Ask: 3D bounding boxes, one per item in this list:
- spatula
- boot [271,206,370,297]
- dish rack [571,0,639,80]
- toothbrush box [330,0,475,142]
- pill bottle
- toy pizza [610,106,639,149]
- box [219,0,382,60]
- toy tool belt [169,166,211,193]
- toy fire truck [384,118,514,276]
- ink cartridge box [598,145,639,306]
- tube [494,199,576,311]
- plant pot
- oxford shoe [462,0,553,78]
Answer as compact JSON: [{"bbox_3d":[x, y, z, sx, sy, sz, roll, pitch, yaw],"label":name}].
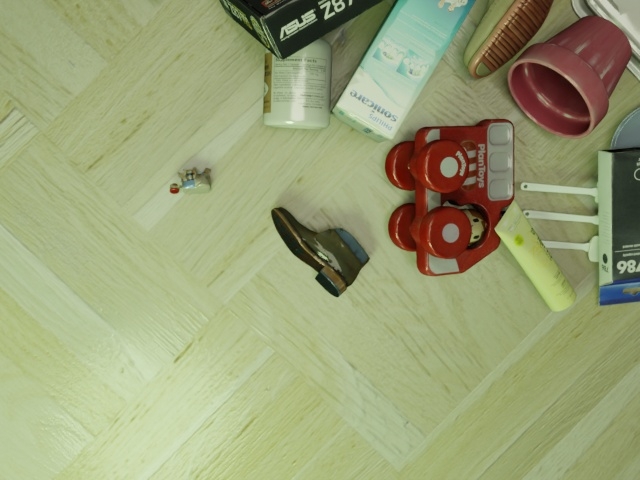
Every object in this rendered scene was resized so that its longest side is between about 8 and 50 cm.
[{"bbox_3d":[0.521,-0.042,1.680,0.242,0.019,0.168,3,107,-4],"label":"spatula"},{"bbox_3d":[0.000,0.000,1.652,0.106,0.082,0.219,-40,92,-21],"label":"boot"},{"bbox_3d":[0.704,-0.473,1.639,0.333,0.072,0.285,44,92,-5],"label":"dish rack"},{"bbox_3d":[0.147,-0.340,1.546,0.126,0.216,0.295,30,94,-5],"label":"toothbrush box"},{"bbox_3d":[-0.043,-0.333,1.578,0.131,0.131,0.229,2,95,-3],"label":"pill bottle"},{"bbox_3d":[0.688,-0.183,1.679,0.201,0.032,0.201,-1,101,-3],"label":"toy pizza"},{"bbox_3d":[0.026,-0.496,1.458,0.395,0.318,0.097,-32,126,-5],"label":"box"},{"bbox_3d":[-0.259,-0.120,1.632,0.083,0.052,0.051,-4,64,-6],"label":"toy tool belt"},{"bbox_3d":[0.278,-0.085,1.615,0.254,0.169,0.302,-6,97,-21],"label":"toy fire truck"},{"bbox_3d":[0.650,-0.024,1.655,0.165,0.065,0.332,-7,103,-7],"label":"ink cartridge box"},{"bbox_3d":[0.431,0.038,1.647,0.062,0.070,0.240,-33,108,13],"label":"tube"},{"bbox_3d":[0.496,-0.329,1.588,0.201,0.201,0.180,46,76,-6],"label":"plant pot"},{"bbox_3d":[0.385,-0.506,1.608,0.146,0.140,0.397,37,98,25],"label":"oxford shoe"}]
